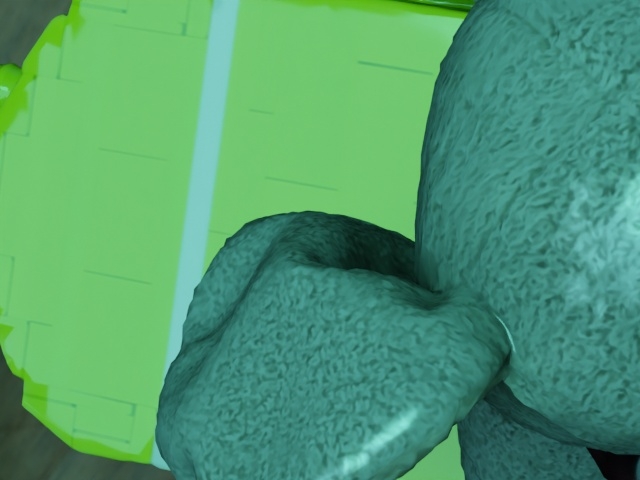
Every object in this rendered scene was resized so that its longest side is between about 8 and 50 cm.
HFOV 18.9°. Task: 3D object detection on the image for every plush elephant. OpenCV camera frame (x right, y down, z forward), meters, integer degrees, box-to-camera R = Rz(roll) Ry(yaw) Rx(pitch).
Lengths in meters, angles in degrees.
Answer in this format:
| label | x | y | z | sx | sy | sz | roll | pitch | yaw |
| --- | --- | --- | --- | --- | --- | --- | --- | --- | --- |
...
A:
| label | x | y | z | sx | sy | sz | roll | pitch | yaw |
| --- | --- | --- | --- | --- | --- | --- | --- | --- | --- |
| plush elephant | 0.118 | 0.009 | 0.449 | 0.330 | 0.255 | 0.272 | 45 | 106 | 7 |

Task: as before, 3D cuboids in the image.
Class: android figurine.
| label | x | y | z | sx | sy | sz | roll | pitch | yaw |
| --- | --- | --- | --- | --- | --- | --- | --- | --- | --- |
| android figurine | 0.000 | 0.000 | 0.641 | 0.272 | 0.056 | 0.248 | 9 | 98 | 16 |
